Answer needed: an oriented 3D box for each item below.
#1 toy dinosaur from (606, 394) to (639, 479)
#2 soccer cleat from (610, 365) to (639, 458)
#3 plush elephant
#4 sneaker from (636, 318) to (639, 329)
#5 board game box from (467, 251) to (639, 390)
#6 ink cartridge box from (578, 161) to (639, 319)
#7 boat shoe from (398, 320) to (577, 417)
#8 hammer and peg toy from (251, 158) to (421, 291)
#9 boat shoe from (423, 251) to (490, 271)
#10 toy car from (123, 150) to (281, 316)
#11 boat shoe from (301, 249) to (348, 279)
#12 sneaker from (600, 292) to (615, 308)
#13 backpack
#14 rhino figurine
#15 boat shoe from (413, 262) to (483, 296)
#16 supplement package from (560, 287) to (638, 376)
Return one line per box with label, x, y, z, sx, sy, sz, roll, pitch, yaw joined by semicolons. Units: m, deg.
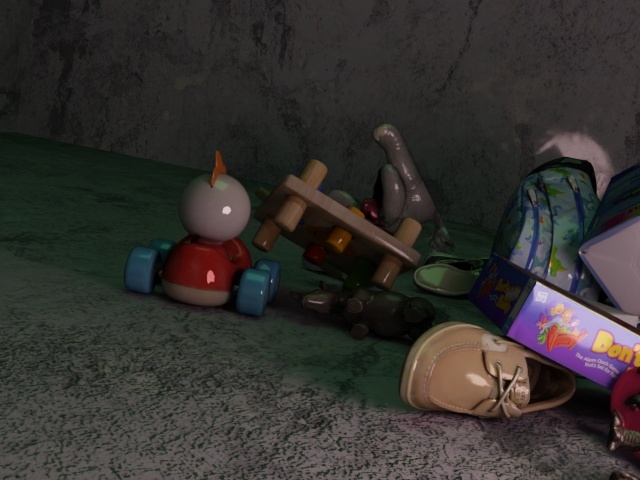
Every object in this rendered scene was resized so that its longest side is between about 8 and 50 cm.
toy dinosaur;0.358;0.241;0.869;0.160;0.121;0.313;22;2;-7
soccer cleat;0.461;0.238;1.004;0.143;0.116;0.331;24;2;-31
plush elephant;0.137;-0.069;2.200;0.256;0.329;0.272;-26;-9;8
sneaker;0.604;0.195;1.454;0.282;0.099;0.153;15;7;12
board game box;0.387;0.145;1.244;0.347;0.078;0.233;27;6;-7
ink cartridge box;0.637;0.007;1.694;0.151;0.270;0.395;-31;8;38
boat shoe;0.211;0.166;1.130;0.098;0.109;0.302;18;5;42
hammer and peg toy;0.000;0.000;1.612;0.266;0.127;0.361;32;-17;-8
boat shoe;0.338;0.075;2.054;0.220;0.077;0.070;5;17;-2
toy car;-0.167;-0.024;1.473;0.219;0.237;0.210;12;8;5
boat shoe;0.057;0.045;1.904;0.183;0.065;0.083;15;10;35
sneaker;0.614;0.113;1.957;0.146;0.122;0.330;13;8;3
backpack;0.452;0.026;1.830;0.274;0.290;0.355;8;34;-15
rhino figurine;0.068;0.109;1.447;0.243;0.073;0.106;11;12;10
boat shoe;0.285;0.096;1.947;0.206;0.075;0.065;3;-33;-16
supplement package;0.405;0.145;1.514;0.105;0.105;0.179;5;10;-31
